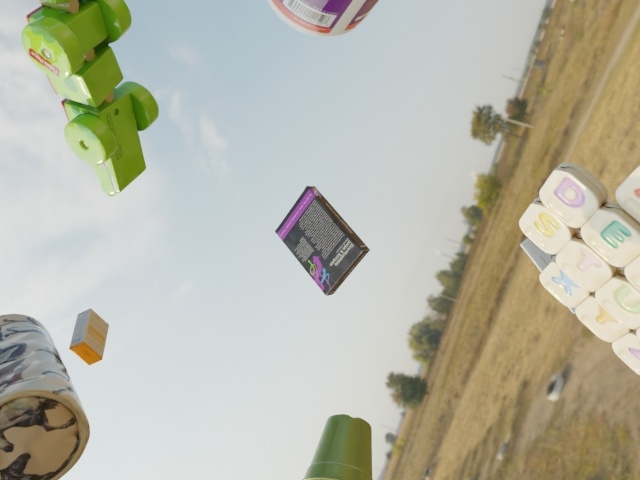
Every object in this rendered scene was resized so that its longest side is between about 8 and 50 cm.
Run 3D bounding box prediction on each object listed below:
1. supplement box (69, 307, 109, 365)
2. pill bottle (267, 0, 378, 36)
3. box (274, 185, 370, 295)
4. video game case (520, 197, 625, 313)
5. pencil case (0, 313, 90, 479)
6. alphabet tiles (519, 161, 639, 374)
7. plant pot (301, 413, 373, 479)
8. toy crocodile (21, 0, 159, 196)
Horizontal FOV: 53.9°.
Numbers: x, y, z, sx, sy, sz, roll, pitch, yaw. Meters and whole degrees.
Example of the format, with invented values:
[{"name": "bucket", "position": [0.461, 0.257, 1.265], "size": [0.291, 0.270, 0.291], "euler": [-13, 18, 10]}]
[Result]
[{"name": "supplement box", "position": [-0.471, 0.196, 1.285], "size": [0.062, 0.036, 0.098], "euler": [57, -166, -37]}, {"name": "pill bottle", "position": [0.040, -0.408, 0.800], "size": [0.181, 0.182, 0.323], "euler": [-67, 13, -16]}, {"name": "box", "position": [0.000, 0.000, 1.105], "size": [0.029, 0.162, 0.116], "euler": [-5, -40, -52]}, {"name": "video game case", "position": [0.437, 0.017, 1.032], "size": [0.157, 0.143, 0.019], "euler": [-37, -12, 11]}, {"name": "pencil case", "position": [-0.515, 0.255, 1.052], "size": [0.184, 0.410, 0.159], "euler": [-21, -68, -26]}, {"name": "alphabet tiles", "position": [0.326, 0.048, 0.632], "size": [0.021, 0.284, 0.278], "euler": [-37, -18, -18]}, {"name": "plant pot", "position": [0.024, 0.234, 0.679], "size": [0.083, 0.083, 0.079], "euler": [94, -173, -51]}, {"name": "toy crocodile", "position": [-0.288, -0.199, 0.771], "size": [0.115, 0.105, 0.340], "euler": [-57, -23, -36]}]
